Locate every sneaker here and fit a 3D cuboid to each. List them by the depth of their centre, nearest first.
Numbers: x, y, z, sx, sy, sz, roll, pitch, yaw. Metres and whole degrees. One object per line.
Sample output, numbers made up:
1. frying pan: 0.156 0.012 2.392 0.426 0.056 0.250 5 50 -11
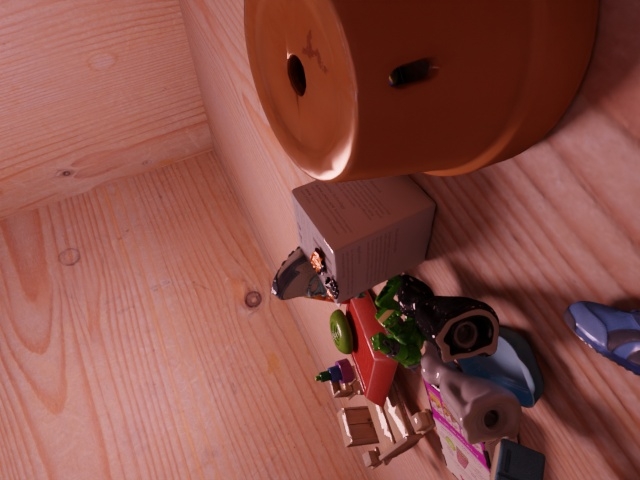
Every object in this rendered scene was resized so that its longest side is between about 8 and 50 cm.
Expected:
1. sneaker: 0.296 0.086 0.340 0.209 0.069 0.082 -126 51 -68
2. sneaker: 0.035 0.065 0.848 0.122 0.283 0.110 45 135 30

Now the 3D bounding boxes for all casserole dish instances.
1. casserole dish: 0.258 0.174 0.631 0.114 0.037 0.188 68 165 -2

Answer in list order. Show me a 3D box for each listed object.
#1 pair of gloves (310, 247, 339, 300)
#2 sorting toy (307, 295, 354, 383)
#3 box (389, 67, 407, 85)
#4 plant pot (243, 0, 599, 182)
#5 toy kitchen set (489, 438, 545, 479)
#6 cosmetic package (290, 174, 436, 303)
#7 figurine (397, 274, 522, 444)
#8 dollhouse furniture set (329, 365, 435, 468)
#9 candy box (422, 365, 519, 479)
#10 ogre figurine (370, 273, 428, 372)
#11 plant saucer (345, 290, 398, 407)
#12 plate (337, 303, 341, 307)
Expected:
1. pair of gloves: 0.006 0.056 0.673 0.083 0.010 0.074 60 164 17
2. sorting toy: 0.010 0.241 1.156 0.127 0.126 0.365 -141 42 -65
3. box: 0.091 -0.201 0.666 0.225 0.037 0.136 24 135 69
4. plant pot: 0.059 -0.183 0.409 0.291 0.204 0.290 49 153 36
5. toy kitchen set: 0.303 0.296 0.453 0.207 0.122 0.166 17 141 18
6. cosmetic package: 0.069 -0.021 0.719 0.151 0.184 0.151 55 161 36
7. figurine: 0.191 0.166 0.645 0.209 0.093 0.214 -138 27 -75
8. dollhouse furniture set: 0.208 0.458 1.233 0.355 0.174 0.303 -57 37 37
9. candy box: 0.278 0.359 0.762 0.159 0.071 0.233 31 141 66
10. ogre figurine: 0.153 0.156 0.797 0.118 0.097 0.197 50 -166 -18
11. plant saucer: 0.116 0.273 1.118 0.258 0.048 0.259 92 162 -45
12. plate: 0.013 0.030 1.275 0.277 0.045 0.278 58 162 29
